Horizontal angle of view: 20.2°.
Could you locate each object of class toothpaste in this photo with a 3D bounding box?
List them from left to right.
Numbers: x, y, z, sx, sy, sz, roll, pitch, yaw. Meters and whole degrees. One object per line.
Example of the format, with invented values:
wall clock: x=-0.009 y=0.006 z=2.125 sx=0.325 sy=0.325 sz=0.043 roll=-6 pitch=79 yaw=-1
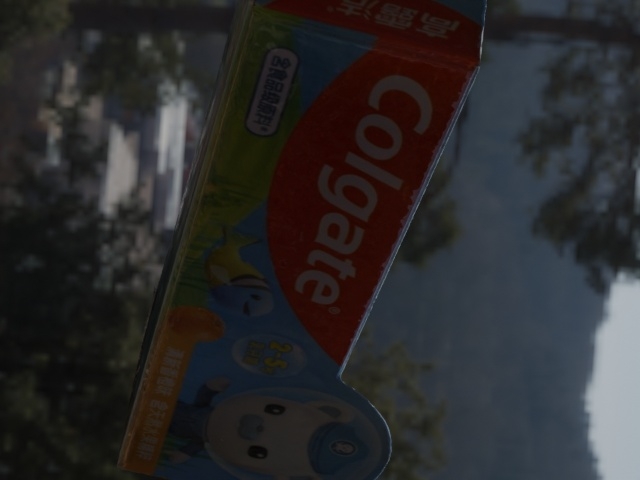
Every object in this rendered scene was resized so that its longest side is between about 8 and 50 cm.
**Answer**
toothpaste: x=0.000 y=0.000 z=0.440 sx=0.193 sy=0.070 sz=0.044 roll=112 pitch=-10 yaw=-52
